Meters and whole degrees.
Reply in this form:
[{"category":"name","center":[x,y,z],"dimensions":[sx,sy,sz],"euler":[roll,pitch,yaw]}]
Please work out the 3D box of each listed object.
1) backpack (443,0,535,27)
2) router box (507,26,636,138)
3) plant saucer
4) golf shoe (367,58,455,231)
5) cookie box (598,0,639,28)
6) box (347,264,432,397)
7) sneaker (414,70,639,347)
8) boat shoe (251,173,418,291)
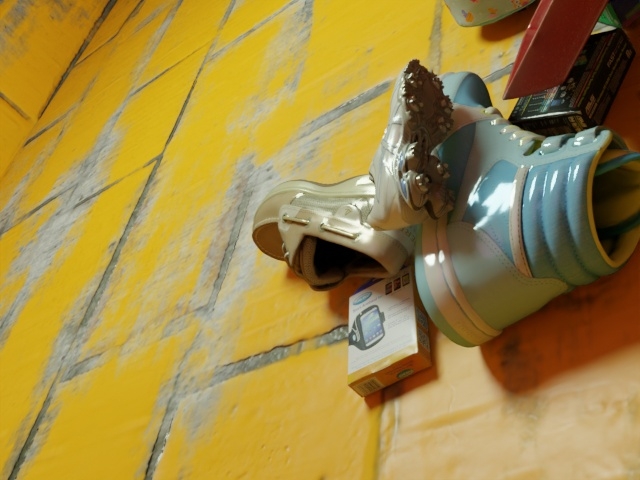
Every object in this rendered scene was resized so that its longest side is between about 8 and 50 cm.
[{"category":"backpack","center":[0.227,-0.373,1.049],"dimensions":[0.165,0.144,0.188],"euler":[-12,46,36]},{"category":"router box","center":[0.262,-0.160,0.839],"dimensions":[0.092,0.038,0.122],"euler":[-1,52,52]},{"category":"plant saucer","center":[0.257,-0.270,0.745],"dimensions":[0.259,0.047,0.259],"euler":[-58,-8,-57]},{"category":"golf shoe","center":[0.071,-0.087,0.727],"dimensions":[0.086,0.069,0.176],"euler":[-29,41,42]},{"category":"cookie box","center":[0.337,-0.292,0.907],"dimensions":[0.092,0.040,0.107],"euler":[-42,29,5]},{"category":"box","center":[0.066,0.083,0.796],"dimensions":[0.081,0.028,0.136],"euler":[-30,30,25]},{"category":"sneaker","center":[0.194,-0.069,0.730],"dimensions":[0.208,0.127,0.319],"euler":[-27,44,32]},{"category":"boat shoe","center":[0.000,0.000,0.887],"dimensions":[0.302,0.109,0.098],"euler":[-5,50,56]}]
